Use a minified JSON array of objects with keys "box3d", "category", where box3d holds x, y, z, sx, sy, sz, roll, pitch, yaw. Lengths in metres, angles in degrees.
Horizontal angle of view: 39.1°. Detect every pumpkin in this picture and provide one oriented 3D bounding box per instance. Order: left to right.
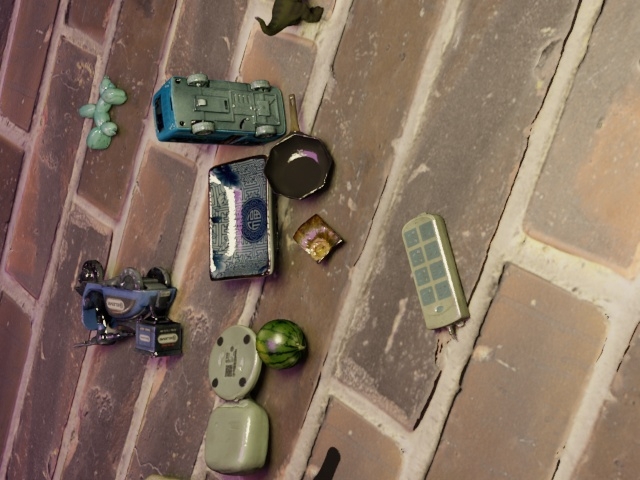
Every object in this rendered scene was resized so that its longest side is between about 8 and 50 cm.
[{"box3d":[0.000,-0.002,1.720,0.073,0.035,0.101,-52,52,15],"category":"pumpkin"}]

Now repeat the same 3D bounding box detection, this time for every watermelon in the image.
[{"box3d":[-0.072,0.201,1.736,0.109,0.109,0.109,-2,87,43],"category":"watermelon"}]

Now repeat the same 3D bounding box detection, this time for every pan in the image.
[{"box3d":[-0.029,-0.171,1.734,0.128,0.048,0.202,16,79,16],"category":"pan"}]

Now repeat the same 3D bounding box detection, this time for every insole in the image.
[{"box3d":[0.007,0.451,1.714,0.045,0.002,0.135,34,111,37],"category":"insole"}]

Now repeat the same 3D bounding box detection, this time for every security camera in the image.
[{"box3d":[-0.164,0.324,1.834,0.157,0.080,0.301,-12,70,45],"category":"security camera"}]

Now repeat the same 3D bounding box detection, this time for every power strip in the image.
[{"box3d":[0.195,0.060,1.533,0.080,0.029,0.227,-26,71,40],"category":"power strip"}]

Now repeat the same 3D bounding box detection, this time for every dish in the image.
[{"box3d":[-0.141,-0.040,1.819,0.182,0.080,0.243,-8,80,42],"category":"dish"}]

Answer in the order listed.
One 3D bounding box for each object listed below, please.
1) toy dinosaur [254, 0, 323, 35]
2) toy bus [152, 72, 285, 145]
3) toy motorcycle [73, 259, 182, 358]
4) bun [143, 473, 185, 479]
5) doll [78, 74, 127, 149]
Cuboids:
[{"box3d":[-0.080,-0.473,1.711,0.087,0.179,0.187,1,87,42],"category":"toy dinosaur"},{"box3d":[-0.199,-0.249,1.775,0.134,0.246,0.113,-20,75,53],"category":"toy bus"},{"box3d":[-0.461,0.160,2.084,0.358,0.125,0.212,5,94,44],"category":"toy motorcycle"},{"box3d":[-0.353,0.625,1.959,0.231,0.133,0.231,1,91,44],"category":"bun"},{"box3d":[-0.531,-0.320,2.212,0.158,0.059,0.159,-25,70,42],"category":"doll"}]
